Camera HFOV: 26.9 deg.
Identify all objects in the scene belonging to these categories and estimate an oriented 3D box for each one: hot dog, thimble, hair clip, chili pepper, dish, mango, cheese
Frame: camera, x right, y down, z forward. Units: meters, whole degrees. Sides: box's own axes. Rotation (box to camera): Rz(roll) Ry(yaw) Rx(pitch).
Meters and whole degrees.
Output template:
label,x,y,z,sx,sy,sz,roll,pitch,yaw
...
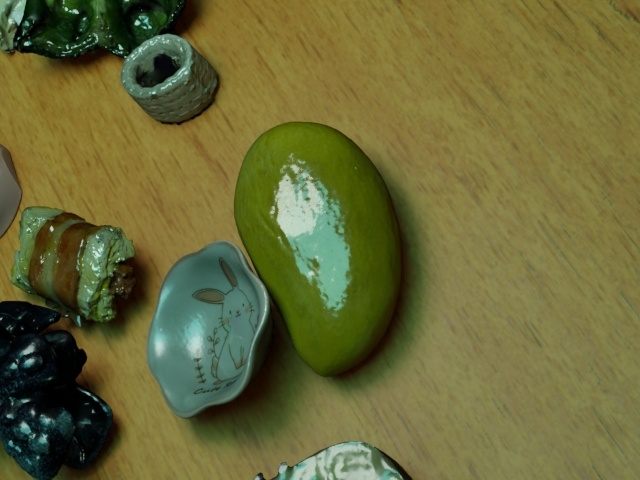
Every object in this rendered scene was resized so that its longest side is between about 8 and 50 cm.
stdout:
label,x,y,z,sx,sy,sz,roll,pitch,yaw
hot dog,-0.331,0.032,1.816,0.213,0.103,0.146,24,100,37
thimble,-0.212,-0.225,1.877,0.115,0.090,0.102,0,66,23
hair clip,-0.425,0.188,1.731,0.310,0.194,0.206,5,94,22
chili pepper,-0.305,-0.336,1.956,0.265,0.116,0.148,-13,54,16
dish,-0.122,0.117,1.692,0.229,0.081,0.229,-15,68,43
mango,0.006,-0.006,1.679,0.195,0.142,0.331,-31,69,9
cheese,-0.502,-0.404,2.083,0.127,0.050,0.235,-43,59,3

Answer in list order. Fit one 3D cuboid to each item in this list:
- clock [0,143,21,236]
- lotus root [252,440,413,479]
label,x,y,z,sx,sy,sz,roll,pitch,yaw
clock,-0.538,-0.071,1.951,0.197,0.068,0.196,-8,67,19
lotus root,0.016,0.414,1.518,0.391,0.111,0.374,3,69,26
